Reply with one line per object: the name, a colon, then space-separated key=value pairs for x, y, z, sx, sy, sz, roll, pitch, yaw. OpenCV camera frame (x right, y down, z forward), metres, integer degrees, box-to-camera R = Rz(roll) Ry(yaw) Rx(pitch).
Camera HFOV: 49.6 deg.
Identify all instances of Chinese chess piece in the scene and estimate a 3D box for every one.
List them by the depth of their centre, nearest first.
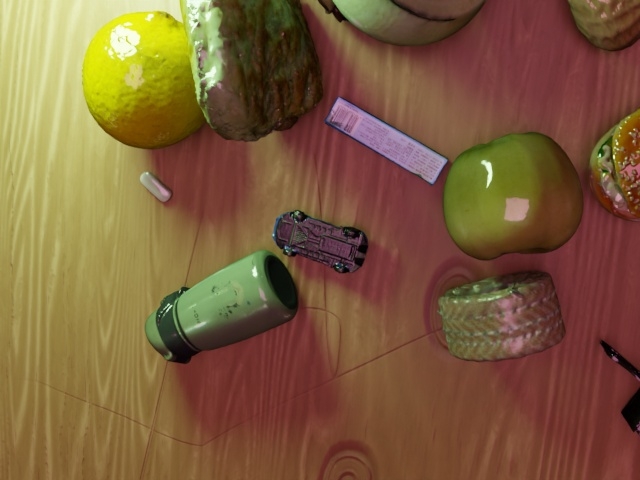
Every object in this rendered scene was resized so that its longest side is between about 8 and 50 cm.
Chinese chess piece: x=0.164 y=-0.535 z=1.264 sx=0.349 sy=0.146 sz=0.349 roll=2 pitch=85 yaw=-25

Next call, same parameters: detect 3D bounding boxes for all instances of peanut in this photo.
peanut: x=0.582 y=-0.475 z=1.296 sx=0.233 sy=0.110 sz=0.197 roll=-29 pitch=104 yaw=13

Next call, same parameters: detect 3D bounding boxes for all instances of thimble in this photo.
thimble: x=0.367 y=0.149 z=1.403 sx=0.229 sy=0.196 sz=0.148 roll=-11 pitch=95 yaw=42

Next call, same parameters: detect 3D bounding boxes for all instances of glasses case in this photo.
glasses case: x=-0.376 y=-0.123 z=1.580 sx=0.083 sy=0.021 sz=0.032 roll=41 pitch=107 yaw=2

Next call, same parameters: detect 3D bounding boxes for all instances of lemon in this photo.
lemon: x=-0.348 y=-0.324 z=1.415 sx=0.293 sy=0.293 sz=0.293 roll=2 pitch=100 yaw=10

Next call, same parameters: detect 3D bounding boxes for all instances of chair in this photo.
chair: x=0.646 y=0.319 z=1.422 sx=0.229 sy=0.106 sz=0.113 roll=33 pitch=102 yaw=5

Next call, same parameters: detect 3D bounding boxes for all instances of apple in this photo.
apple: x=0.366 y=-0.081 z=1.335 sx=0.262 sy=0.262 sz=0.262 roll=2 pitch=100 yaw=10

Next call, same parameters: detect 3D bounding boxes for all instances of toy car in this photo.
toy car: x=0.000 y=0.000 z=1.510 sx=0.216 sy=0.063 sz=0.103 roll=18 pitch=102 yaw=13

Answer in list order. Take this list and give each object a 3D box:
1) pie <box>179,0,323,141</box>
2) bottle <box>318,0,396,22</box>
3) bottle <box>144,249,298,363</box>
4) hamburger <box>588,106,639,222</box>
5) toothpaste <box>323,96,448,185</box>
pie: x=-0.140 y=-0.383 z=1.290 sx=0.180 sy=0.418 sz=0.395 roll=-14 pitch=95 yaw=18
bottle: x=0.045 y=-0.532 z=1.373 sx=0.271 sy=0.143 sz=0.156 roll=43 pitch=130 yaw=4
bottle: x=-0.229 y=0.157 z=1.531 sx=0.347 sy=0.168 sz=0.168 roll=-25 pitch=94 yaw=18
hamburger: x=0.634 y=-0.140 z=1.324 sx=0.236 sy=0.147 sz=0.237 roll=1 pitch=100 yaw=7
toothpaste: x=0.137 y=-0.210 z=1.454 sx=0.266 sy=0.050 sz=0.065 roll=30 pitch=103 yaw=4
